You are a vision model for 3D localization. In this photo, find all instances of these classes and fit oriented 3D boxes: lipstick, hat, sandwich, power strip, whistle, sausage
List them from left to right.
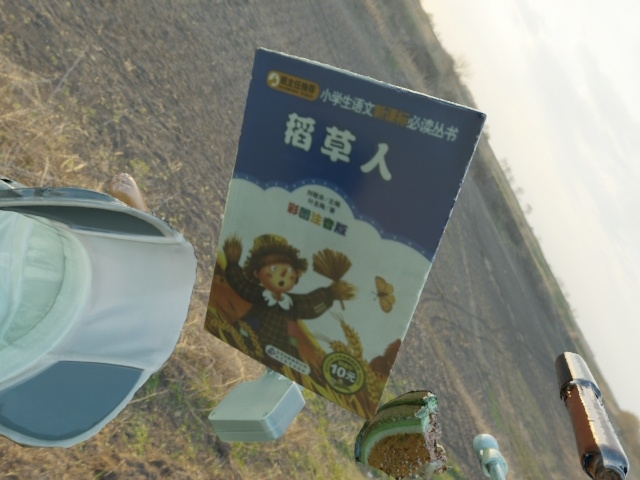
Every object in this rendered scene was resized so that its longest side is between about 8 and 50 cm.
[{"bbox_3d":[-0.240,0.038,0.402,0.275,0.232,0.161,6,26,-29],"label":"hat"},{"bbox_3d":[-0.564,-0.092,1.445,0.289,0.086,0.086,95,-15,-58],"label":"sausage"},{"bbox_3d":[-0.158,0.422,1.336,0.261,0.229,0.141,-40,110,-53],"label":"power strip"},{"bbox_3d":[0.144,0.394,0.930,0.079,0.235,0.159,-18,78,-52],"label":"sandwich"},{"bbox_3d":[0.225,0.291,0.636,0.035,0.035,0.100,60,10,-10],"label":"whistle"},{"bbox_3d":[0.508,0.325,0.922,0.077,0.077,0.418,63,22,-1],"label":"lipstick"}]

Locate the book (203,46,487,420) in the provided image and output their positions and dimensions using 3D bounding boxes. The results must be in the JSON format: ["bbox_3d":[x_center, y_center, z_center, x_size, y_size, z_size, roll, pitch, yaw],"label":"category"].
[{"bbox_3d":[0.000,0.000,0.636,0.300,0.428,0.039,23,22,21],"label":"book"}]
